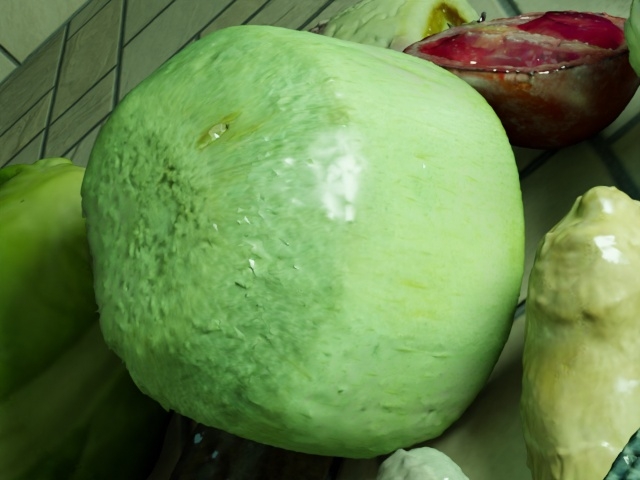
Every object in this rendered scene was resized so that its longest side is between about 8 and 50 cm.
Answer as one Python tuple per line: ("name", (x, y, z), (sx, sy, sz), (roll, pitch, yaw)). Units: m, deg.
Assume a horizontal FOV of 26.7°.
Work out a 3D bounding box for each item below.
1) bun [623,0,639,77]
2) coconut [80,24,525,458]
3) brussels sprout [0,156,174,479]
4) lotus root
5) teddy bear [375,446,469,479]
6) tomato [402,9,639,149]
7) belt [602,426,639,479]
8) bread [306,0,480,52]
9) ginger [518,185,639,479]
("bun", (0.260, -0.140, 0.825), (0.231, 0.133, 0.231), (179, 90, -78))
("coconut", (0.000, 0.000, 0.958), (0.281, 0.328, 0.328), (-57, 19, 24))
("brussels sprout", (-0.264, 0.118, 1.205), (0.371, 0.276, 0.315), (-53, 9, 9))
("lotus root", (-0.091, 0.235, 0.985), (0.167, 0.078, 0.329), (-24, 33, 43))
("teddy bear", (0.039, 0.245, 0.678), (0.267, 0.151, 0.236), (-46, 30, -11))
("tomato", (0.165, -0.118, 1.055), (0.189, 0.099, 0.173), (-18, 26, -22))
("belt", (0.224, 0.134, 0.549), (0.295, 0.160, 0.207), (-54, 8, -19))
("bread", (0.000, -0.101, 1.254), (0.338, 0.155, 0.187), (-23, 38, 41))
("ginger", (0.161, 0.060, 0.813), (0.115, 0.122, 0.193), (-5, 50, 28))
